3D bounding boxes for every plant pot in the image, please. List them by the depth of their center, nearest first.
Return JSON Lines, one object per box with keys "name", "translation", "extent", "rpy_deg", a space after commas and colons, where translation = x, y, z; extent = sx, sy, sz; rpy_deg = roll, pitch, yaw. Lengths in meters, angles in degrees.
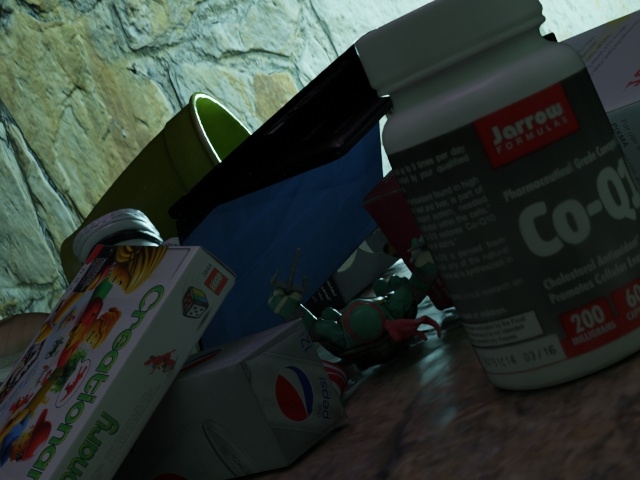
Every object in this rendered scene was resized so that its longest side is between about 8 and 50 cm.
{"name": "plant pot", "translation": [-0.237, -0.001, 2.228], "extent": [0.353, 0.366, 0.366], "rpy_deg": [-36, 3, 11]}

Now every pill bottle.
{"name": "pill bottle", "translation": [0.143, -0.047, 0.971], "extent": [0.161, 0.283, 0.161], "rpy_deg": [-25, 5, 2]}

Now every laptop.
{"name": "laptop", "translation": [0.047, -0.056, 1.404], "extent": [0.408, 0.236, 0.382], "rpy_deg": [-18, 23, 48]}

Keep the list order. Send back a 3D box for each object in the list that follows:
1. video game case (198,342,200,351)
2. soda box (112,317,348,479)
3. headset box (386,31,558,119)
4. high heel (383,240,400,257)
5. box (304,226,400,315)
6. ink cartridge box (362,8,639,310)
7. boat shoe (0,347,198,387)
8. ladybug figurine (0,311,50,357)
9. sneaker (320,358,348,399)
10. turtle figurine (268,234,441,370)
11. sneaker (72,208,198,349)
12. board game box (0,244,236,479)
{"name": "video game case", "translation": [-0.127, 0.121, 2.000], "extent": [0.227, 0.026, 0.206], "rpy_deg": [-20, 7, 38]}
{"name": "soda box", "translation": [-0.119, 0.158, 1.148], "extent": [0.286, 0.098, 0.091], "rpy_deg": [-20, 7, 40]}
{"name": "headset box", "translation": [0.237, -0.138, 1.861], "extent": [0.110, 0.218, 0.293], "rpy_deg": [-29, 7, -40]}
{"name": "high heel", "translation": [0.205, -0.030, 1.606], "extent": [0.261, 0.093, 0.186], "rpy_deg": [-19, 3, -1]}
{"name": "box", "translation": [0.000, 0.000, 1.851], "extent": [0.142, 0.163, 0.247], "rpy_deg": [-24, 5, 29]}
{"name": "ink cartridge box", "translation": [0.276, -0.098, 1.317], "extent": [0.385, 0.160, 0.279], "rpy_deg": [-19, 20, 48]}
{"name": "boat shoe", "translation": [-0.362, 0.214, 1.448], "extent": [0.500, 0.156, 0.187], "rpy_deg": [-16, 2, 7]}
{"name": "ladybug figurine", "translation": [-0.489, 0.223, 1.873], "extent": [0.305, 0.162, 0.449], "rpy_deg": [-26, 5, -5]}
{"name": "sneaker", "translation": [-0.029, 0.143, 1.199], "extent": [0.118, 0.042, 0.067], "rpy_deg": [-15, 12, 20]}
{"name": "turtle figurine", "translation": [0.040, 0.066, 1.264], "extent": [0.175, 0.118, 0.234], "rpy_deg": [-12, -9, 2]}
{"name": "sneaker", "translation": [-0.226, 0.098, 1.899], "extent": [0.137, 0.210, 0.366], "rpy_deg": [-31, -19, 2]}
{"name": "board game box", "translation": [-0.212, 0.138, 1.112], "extent": [0.193, 0.053, 0.305], "rpy_deg": [0, 53, 54]}
